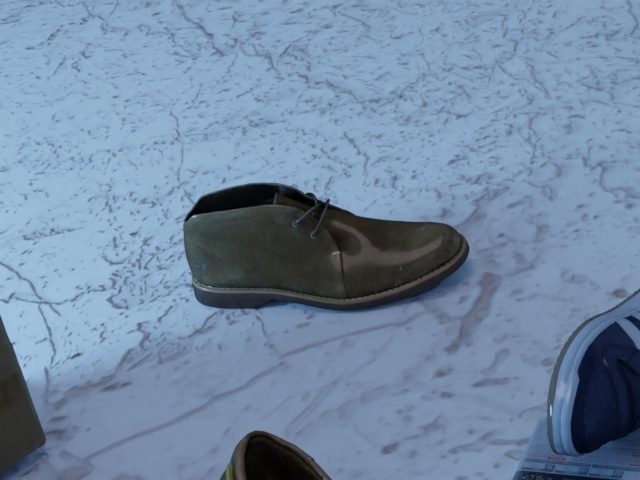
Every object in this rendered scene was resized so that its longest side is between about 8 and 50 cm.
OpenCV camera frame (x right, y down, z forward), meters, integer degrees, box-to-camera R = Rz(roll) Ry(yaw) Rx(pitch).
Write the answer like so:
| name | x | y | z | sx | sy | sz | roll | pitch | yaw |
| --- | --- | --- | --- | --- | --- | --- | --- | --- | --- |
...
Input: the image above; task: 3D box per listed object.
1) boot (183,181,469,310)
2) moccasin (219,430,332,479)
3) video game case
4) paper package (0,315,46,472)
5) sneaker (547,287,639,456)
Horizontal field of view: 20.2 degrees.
| name | x | y | z | sx | sy | sz | roll | pitch | yaw |
| --- | --- | --- | --- | --- | --- | --- | --- | --- | --- |
| boot | 0.000 | 0.000 | 1.878 | 0.305 | 0.115 | 0.112 | -4 | 31 | 15 |
| moccasin | 0.024 | 0.268 | 1.389 | 0.139 | 0.147 | 0.380 | -1 | 23 | -22 |
| video game case | 0.253 | 0.216 | 1.514 | 0.190 | 0.022 | 0.173 | 2 | 34 | 24 |
| paper package | -0.460 | 0.137 | 1.654 | 0.325 | 0.309 | 0.168 | -35 | 39 | -29 |
| sneaker | 0.312 | 0.112 | 1.551 | 0.153 | 0.099 | 0.282 | 9 | 24 | 32 |
